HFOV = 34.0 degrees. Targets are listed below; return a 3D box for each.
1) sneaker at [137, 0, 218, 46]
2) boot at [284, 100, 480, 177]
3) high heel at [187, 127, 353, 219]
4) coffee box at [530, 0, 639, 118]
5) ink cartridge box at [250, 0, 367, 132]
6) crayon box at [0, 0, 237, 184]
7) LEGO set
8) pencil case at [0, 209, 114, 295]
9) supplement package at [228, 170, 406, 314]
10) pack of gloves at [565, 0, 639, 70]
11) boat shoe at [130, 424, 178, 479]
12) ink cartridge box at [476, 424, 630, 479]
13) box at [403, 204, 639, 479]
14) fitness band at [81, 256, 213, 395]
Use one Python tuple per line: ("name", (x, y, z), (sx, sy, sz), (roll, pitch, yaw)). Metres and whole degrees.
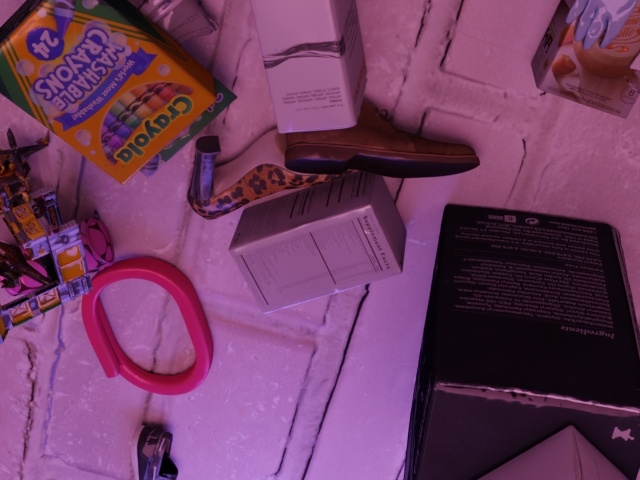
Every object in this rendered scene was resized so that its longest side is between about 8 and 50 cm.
("sneaker", (-0.271, -0.262, 1.566), (0.115, 0.105, 0.281), (41, 117, -17))
("boot", (0.099, -0.157, 1.587), (0.305, 0.115, 0.112), (5, 165, -14))
("high heel", (-0.081, -0.092, 1.681), (0.261, 0.093, 0.186), (3, 145, -9))
("coffee box", (0.409, -0.313, 1.449), (0.141, 0.098, 0.246), (17, 122, -5))
("ink cartridge box", (-0.016, -0.311, 1.449), (0.114, 0.197, 0.273), (-6, 120, 12))
("crayon box", (-0.296, -0.222, 1.494), (0.203, 0.083, 0.323), (-40, 124, 18))
("LEGO set", (-0.502, -0.020, 1.606), (0.255, 0.331, 0.192), (-19, 143, -17))
("pencil case", (-0.457, 0.026, 1.777), (0.209, 0.095, 0.098), (-20, 152, 16))
("supplement package", (0.000, 0.000, 1.674), (0.244, 0.134, 0.139), (-17, 117, 17))
("pack of gloves", (0.444, -0.321, 1.351), (0.195, 0.046, 0.232), (18, 123, -8))
("boat shoe", (-0.316, 0.463, 2.029), (0.079, 0.084, 0.233), (4, 119, 6))
("ink cartridge box", (0.328, 0.394, 1.325), (0.201, 0.117, 0.278), (-38, 110, 25))
("box", (0.290, 0.274, 1.605), (0.297, 0.472, 0.480), (7, 121, 3))
("fitness band", (-0.305, 0.158, 1.863), (0.209, 0.054, 0.291), (-10, 120, 10))
